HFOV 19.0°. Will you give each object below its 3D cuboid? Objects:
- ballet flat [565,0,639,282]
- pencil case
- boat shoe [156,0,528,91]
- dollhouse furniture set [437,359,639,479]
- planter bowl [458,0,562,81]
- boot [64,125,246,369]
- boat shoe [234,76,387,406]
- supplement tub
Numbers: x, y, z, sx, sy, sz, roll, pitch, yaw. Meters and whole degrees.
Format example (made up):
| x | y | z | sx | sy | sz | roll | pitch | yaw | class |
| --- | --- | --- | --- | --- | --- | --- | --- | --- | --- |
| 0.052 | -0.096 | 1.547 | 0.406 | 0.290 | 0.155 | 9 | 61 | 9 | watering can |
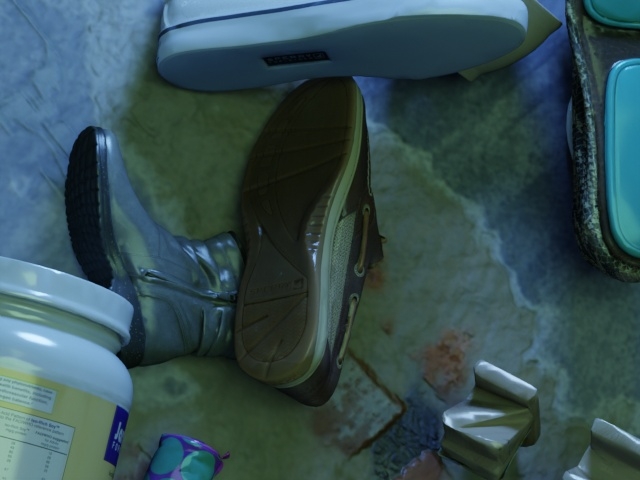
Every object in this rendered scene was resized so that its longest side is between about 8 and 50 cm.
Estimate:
| x | y | z | sx | sy | sz | roll | pitch | yaw | class |
| --- | --- | --- | --- | --- | --- | --- | --- | --- | --- |
| 0.312 | -0.199 | 1.981 | 0.164 | 0.182 | 0.482 | 4 | 89 | -16 | ballet flat |
| -0.145 | 0.260 | 1.822 | 0.070 | 0.064 | 0.151 | 20 | 75 | 3 | pencil case |
| 0.020 | -0.244 | 1.885 | 0.367 | 0.136 | 0.156 | -5 | 68 | 15 | boat shoe |
| 0.229 | 0.388 | 1.845 | 0.394 | 0.256 | 0.362 | 26 | 68 | 20 | dollhouse furniture set |
| 0.152 | -0.233 | 1.966 | 0.162 | 0.162 | 0.109 | 39 | 98 | -8 | planter bowl |
| -0.153 | 0.006 | 1.870 | 0.161 | 0.083 | 0.246 | -7 | 83 | -31 | boot |
| 0.000 | 0.000 | 1.899 | 0.123 | 0.123 | 0.342 | 40 | 47 | -49 | boat shoe |
| -0.302 | 0.195 | 1.691 | 0.241 | 0.241 | 0.331 | 17 | 76 | -14 | supplement tub |
